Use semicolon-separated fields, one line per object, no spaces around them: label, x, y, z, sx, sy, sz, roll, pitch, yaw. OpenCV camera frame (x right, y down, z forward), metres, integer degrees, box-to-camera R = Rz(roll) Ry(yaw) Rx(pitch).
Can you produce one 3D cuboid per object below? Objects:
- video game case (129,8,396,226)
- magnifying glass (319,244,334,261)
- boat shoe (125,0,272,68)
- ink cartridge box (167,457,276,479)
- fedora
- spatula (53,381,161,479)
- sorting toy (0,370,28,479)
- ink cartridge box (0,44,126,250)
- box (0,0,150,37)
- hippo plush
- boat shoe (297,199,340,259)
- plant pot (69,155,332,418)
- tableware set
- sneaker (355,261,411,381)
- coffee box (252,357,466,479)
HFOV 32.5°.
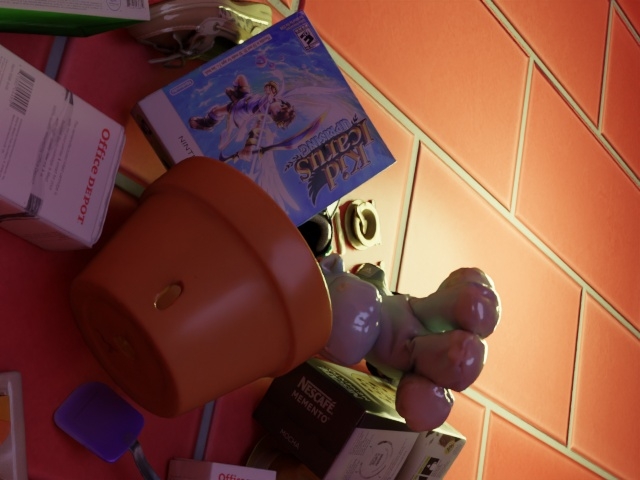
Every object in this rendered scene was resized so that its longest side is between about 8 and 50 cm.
video game case;-0.071;-0.136;1.451;0.269;0.061;0.244;-34;95;-19
magnifying glass;0.000;0.000;1.728;0.092;0.026;0.231;-50;128;-44
boat shoe;-0.151;-0.276;1.480;0.285;0.104;0.089;-14;95;-55
ink cartridge box;-0.138;0.390;1.446;0.139;0.082;0.191;22;70;-50
fedora;-0.038;0.371;1.588;0.194;0.079;0.194;10;77;-53
spatula;-0.200;0.291;1.340;0.296;0.030;0.084;51;45;-15
sorting toy;-0.385;0.243;1.154;0.208;0.038;0.193;-2;88;-55
ink cartridge box;-0.334;-0.100;1.218;0.218;0.092;0.159;34;60;-46
box;-0.331;-0.355;1.221;0.262;0.126;0.231;-11;95;-54
hippo plush;0.097;0.101;1.552;0.236;0.294;0.234;30;96;-11
boat shoe;-0.026;-0.013;1.557;0.285;0.092;0.103;-50;125;-46
plant pot;-0.157;0.074;1.310;0.203;0.290;0.291;-38;118;-31
tableware set;0.083;0.027;1.828;0.128;0.039;0.194;-15;98;-54
sneaker;0.124;0.152;1.788;0.121;0.111;0.300;-58;137;-20
coffee box;0.064;0.279;1.639;0.297;0.168;0.119;24;99;-51
